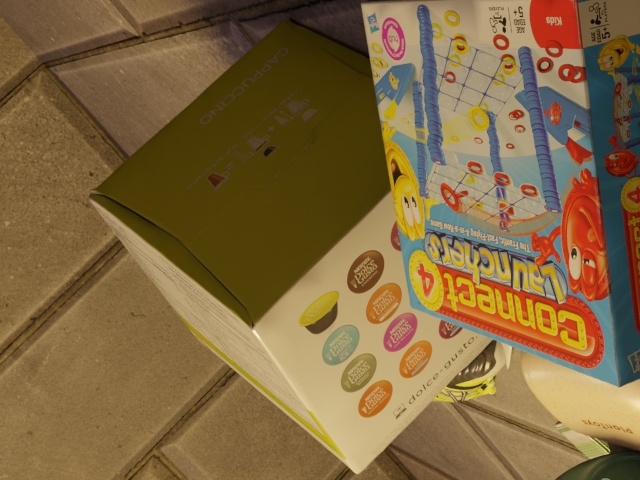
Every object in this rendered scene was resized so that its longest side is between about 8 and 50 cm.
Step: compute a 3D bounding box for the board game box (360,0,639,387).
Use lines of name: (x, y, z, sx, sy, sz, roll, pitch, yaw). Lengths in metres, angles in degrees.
board game box: (0.168, -0.064, 1.007, 0.308, 0.086, 0.302, 18, 121, 61)

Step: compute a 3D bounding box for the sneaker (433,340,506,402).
sneaker: (0.217, 0.168, 1.793, 0.147, 0.145, 0.384, 16, 168, -11)

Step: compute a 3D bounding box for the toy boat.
toy boat: (0.313, 0.101, 1.251, 0.267, 0.148, 0.318, 8, 148, 49)

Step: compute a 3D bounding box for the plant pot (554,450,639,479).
plant pot: (0.349, 0.349, 1.322, 0.290, 0.290, 0.195, 34, 145, 36)

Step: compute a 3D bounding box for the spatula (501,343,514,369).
spatula: (0.217, 0.021, 1.266, 0.019, 0.168, 0.242, 14, 153, 14)

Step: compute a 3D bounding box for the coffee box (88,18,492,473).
coffee box: (0.000, 0.000, 1.420, 0.338, 0.337, 0.334, 34, 163, 41)

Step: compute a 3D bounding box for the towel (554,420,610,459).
towel: (0.429, 0.321, 1.791, 0.152, 0.023, 0.113, 41, 168, 5)

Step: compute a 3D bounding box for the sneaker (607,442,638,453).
sneaker: (0.404, 0.240, 1.493, 0.108, 0.100, 0.271, 46, 164, 37)
